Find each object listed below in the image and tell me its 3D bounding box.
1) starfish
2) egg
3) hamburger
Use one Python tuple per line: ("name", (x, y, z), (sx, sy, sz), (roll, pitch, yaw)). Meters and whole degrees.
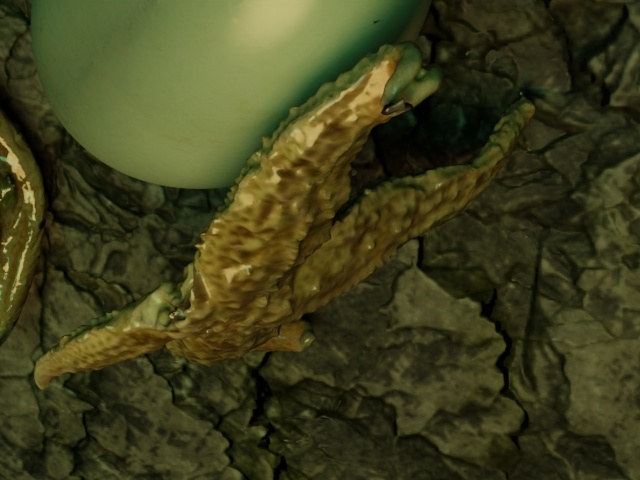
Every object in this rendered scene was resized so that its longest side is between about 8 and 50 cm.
("starfish", (0.000, 0.000, 0.943), (0.432, 0.324, 0.082), (-41, 71, 35))
("egg", (-0.057, -0.157, 0.891), (0.230, 0.230, 0.371), (50, 148, -9))
("hamburger", (-0.327, 0.012, 1.124), (0.192, 0.167, 0.288), (42, 119, -3))
